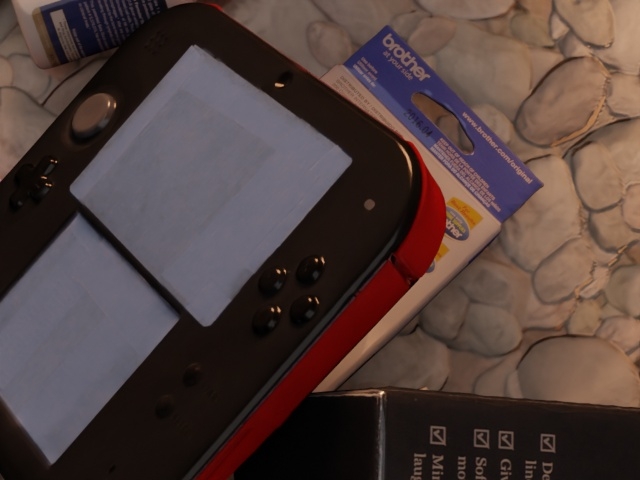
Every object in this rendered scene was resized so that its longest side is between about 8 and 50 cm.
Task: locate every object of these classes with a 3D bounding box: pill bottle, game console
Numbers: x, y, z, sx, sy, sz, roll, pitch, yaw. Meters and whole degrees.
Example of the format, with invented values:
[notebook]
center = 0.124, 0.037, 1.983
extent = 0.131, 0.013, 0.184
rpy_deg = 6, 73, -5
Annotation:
[pill bottle]
center = -0.154, -0.201, 1.400
extent = 0.169, 0.094, 0.094
rpy_deg = -18, 82, -3
[game console]
center = -0.118, 0.014, 1.233
extent = 0.342, 0.060, 0.386
rpy_deg = -45, 40, -4

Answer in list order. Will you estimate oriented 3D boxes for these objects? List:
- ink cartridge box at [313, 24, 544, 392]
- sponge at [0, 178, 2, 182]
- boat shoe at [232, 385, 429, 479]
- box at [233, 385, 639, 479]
[ink cartridge box]
center = 0.000, 0.000, 1.373
extent = 0.311, 0.065, 0.186
rpy_deg = -43, 83, -13
[sponge]
center = -0.324, -0.009, 1.404
extent = 0.210, 0.031, 0.117
rpy_deg = 16, 83, 2
[boat shoe]
center = -0.047, 0.256, 1.328
extent = 0.367, 0.136, 0.156
rpy_deg = -26, 86, -13
[box]
center = 0.150, 0.259, 1.204
extent = 0.396, 0.212, 0.293
rpy_deg = 8, 81, -27
